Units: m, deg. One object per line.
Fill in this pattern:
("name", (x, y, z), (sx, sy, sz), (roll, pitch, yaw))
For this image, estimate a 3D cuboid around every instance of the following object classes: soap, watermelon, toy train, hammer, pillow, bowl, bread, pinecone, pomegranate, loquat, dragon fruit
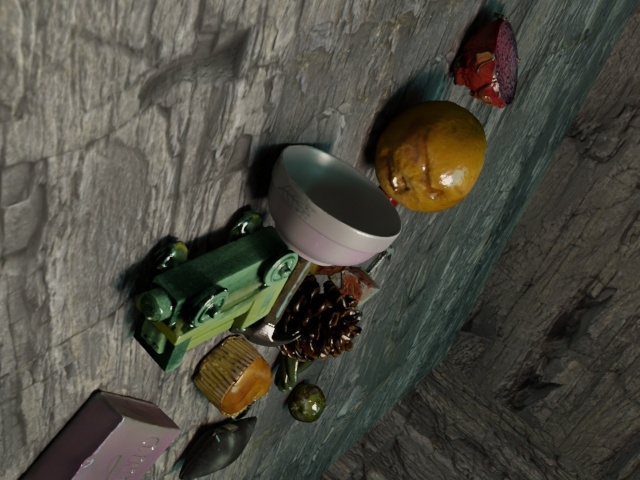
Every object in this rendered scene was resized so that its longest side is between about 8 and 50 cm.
("soap", (-0.480, 0.476, 1.626), (0.296, 0.107, 0.285), (-51, 156, -4))
("watermelon", (0.121, 0.123, 2.281), (0.121, 0.098, 0.158), (-38, 151, -32))
("toy train", (-0.210, 0.101, 1.514), (0.397, 0.160, 0.253), (-27, 154, -47))
("hammer", (-0.041, 0.056, 1.717), (0.168, 0.044, 0.439), (23, 106, -25))
("pillow", (-0.290, 0.603, 2.192), (0.186, 0.106, 0.250), (-53, 160, 14))
("bowl", (0.008, -0.053, 1.533), (0.143, 0.287, 0.287), (-53, 160, 26))
("bread", (-0.214, 0.355, 1.926), (0.179, 0.133, 0.250), (-48, 159, -19))
("pinecone", (-0.027, 0.199, 1.910), (0.224, 0.273, 0.224), (-13, 107, -49))
("pomegranate", (-0.053, 0.550, 2.599), (0.126, 0.163, 0.138), (8, 108, -21))
("loquat", (0.264, -0.212, 1.829), (0.276, 0.276, 0.283), (90, 25, -58))
("hammer", (0.148, 0.113, 2.405), (0.246, 0.029, 0.103), (-51, 158, 2))
("dragon fruit", (0.410, -0.449, 1.923), (0.224, 0.148, 0.218), (23, 73, -58))

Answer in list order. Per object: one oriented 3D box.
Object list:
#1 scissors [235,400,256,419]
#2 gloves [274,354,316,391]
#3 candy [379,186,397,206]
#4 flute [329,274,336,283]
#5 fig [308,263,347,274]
("scissors", (-0.254, 0.468, 2.170), (0.109, 0.022, 0.300), (-55, 157, -1))
("gloves", (-0.052, 0.336, 2.245), (0.268, 0.107, 0.135), (-51, 148, 9))
("candy", (0.151, -0.072, 2.073), (0.292, 0.059, 0.086), (-54, 157, 3))
("flute", (0.024, 0.071, 2.091), (0.027, 0.027, 0.233), (-46, 158, -14))
("fig", (0.000, 0.000, 1.814), (0.144, 0.154, 0.165), (4, 92, -47))
